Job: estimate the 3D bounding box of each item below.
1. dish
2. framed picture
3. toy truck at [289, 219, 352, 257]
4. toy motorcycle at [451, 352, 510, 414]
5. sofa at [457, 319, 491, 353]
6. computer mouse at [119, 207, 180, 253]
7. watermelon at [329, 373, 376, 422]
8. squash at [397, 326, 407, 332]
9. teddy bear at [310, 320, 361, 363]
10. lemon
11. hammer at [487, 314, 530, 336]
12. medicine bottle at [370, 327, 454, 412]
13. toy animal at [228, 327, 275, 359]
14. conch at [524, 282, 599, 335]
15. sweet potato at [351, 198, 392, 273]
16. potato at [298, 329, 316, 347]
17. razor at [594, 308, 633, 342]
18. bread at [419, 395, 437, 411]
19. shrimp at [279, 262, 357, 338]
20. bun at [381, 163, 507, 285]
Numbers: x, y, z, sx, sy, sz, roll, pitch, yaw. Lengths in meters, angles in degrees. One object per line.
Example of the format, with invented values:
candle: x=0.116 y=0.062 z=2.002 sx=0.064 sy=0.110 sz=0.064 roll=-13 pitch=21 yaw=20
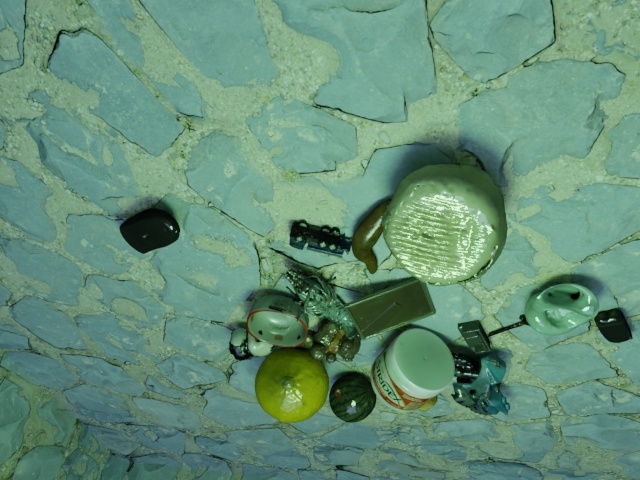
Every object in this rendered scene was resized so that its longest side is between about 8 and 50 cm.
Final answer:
dish: x=-0.156 y=0.295 z=1.950 sx=0.256 sy=0.117 sz=0.256 roll=6 pitch=136 yaw=6
framed picture: x=0.252 y=0.246 z=1.809 sx=0.289 sy=0.016 sz=0.213 roll=-22 pitch=130 yaw=8
toy truck: x=0.000 y=0.000 z=1.646 sx=0.202 sy=0.074 sz=0.088 roll=13 pitch=146 yaw=-1
toy motorcycle: x=0.647 y=0.575 z=2.005 sx=0.232 sy=0.172 sz=0.416 roll=-13 pitch=126 yaw=31
sofa: x=0.573 y=0.367 z=1.890 sx=0.085 sy=0.060 sz=0.147 roll=-15 pitch=130 yaw=27
computer mouse: x=-0.564 y=-0.042 z=1.721 sx=0.270 sy=0.086 sz=0.137 roll=-15 pitch=122 yaw=37
watermelon: x=0.139 y=0.693 z=2.231 sx=0.212 sy=0.212 sz=0.212 roll=7 pitch=136 yaw=7
squash: x=0.292 y=0.323 z=1.936 sx=0.083 sy=0.027 sz=0.027 roll=33 pitch=133 yaw=-20
teddy bear: x=0.066 y=0.399 z=2.001 sx=0.190 sy=0.177 sz=0.140 roll=22 pitch=-179 yaw=-8
lemon: x=-0.118 y=0.594 z=2.104 sx=0.336 sy=0.336 sz=0.336 roll=7 pitch=136 yaw=7
hammer: x=0.681 y=0.317 z=1.845 sx=0.065 sy=0.021 sz=0.178 roll=37 pitch=134 yaw=-23
medicine bottle: x=0.344 y=0.497 z=1.935 sx=0.253 sy=0.252 sz=0.241 roll=20 pitch=138 yaw=-7
toy animal: x=-0.274 y=0.405 z=2.082 sx=0.179 sy=0.166 sz=0.138 roll=-19 pitch=130 yaw=15
conch: x=0.772 y=0.212 z=1.638 sx=0.221 sy=0.121 sz=0.185 roll=-24 pitch=122 yaw=24
sweet potato: x=0.153 y=0.006 z=1.603 sx=0.108 sy=0.079 sz=0.346 roll=-3 pitch=140 yaw=-8
potato: x=-0.103 y=0.411 z=2.106 sx=0.198 sy=0.054 sz=0.119 roll=12 pitch=139 yaw=1
razor: x=0.994 y=0.294 z=1.719 sx=0.090 sy=0.054 sz=0.148 roll=-20 pitch=127 yaw=35
bread: x=0.404 y=0.676 z=2.234 sx=0.211 sy=0.083 sz=0.114 roll=24 pitch=130 yaw=-12
shrimp: x=0.003 y=0.223 z=1.821 sx=0.221 sy=0.166 sz=0.410 roll=-44 pitch=134 yaw=6
bun: x=0.343 y=-0.053 z=1.410 sx=0.360 sy=0.211 sz=0.359 roll=7 pitch=125 yaw=10
